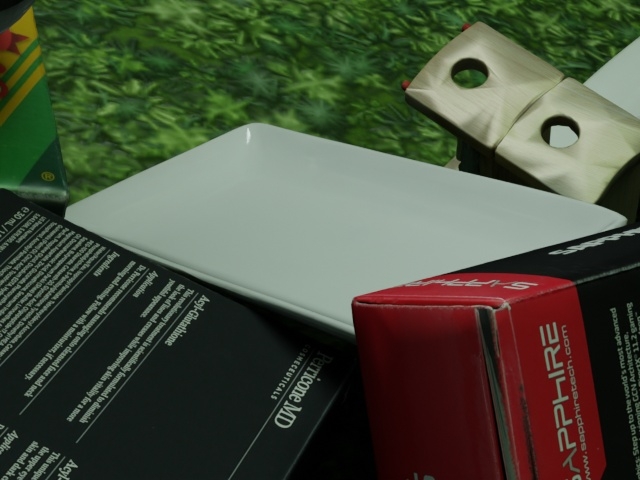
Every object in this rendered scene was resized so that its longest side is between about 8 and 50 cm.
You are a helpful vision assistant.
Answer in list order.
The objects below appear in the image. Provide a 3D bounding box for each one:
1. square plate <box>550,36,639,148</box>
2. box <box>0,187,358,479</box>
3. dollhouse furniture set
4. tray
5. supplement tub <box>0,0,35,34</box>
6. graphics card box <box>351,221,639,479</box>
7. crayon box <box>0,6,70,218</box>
[{"bbox_3d":[0.313,-0.136,1.032,0.344,0.347,0.049,-40,104,-47],"label":"square plate"},{"bbox_3d":[-0.119,0.110,0.636,0.184,0.103,0.261,24,34,9],"label":"box"},{"bbox_3d":[0.075,0.001,0.893,0.129,0.129,0.183,36,68,24],"label":"dollhouse furniture set"},{"bbox_3d":[0.000,0.000,0.776,0.145,0.030,0.270,-27,29,-34],"label":"tray"},{"bbox_3d":[-0.196,-0.216,0.707,0.193,0.316,0.193,12,37,-10],"label":"supplement tub"},{"bbox_3d":[0.189,0.099,0.695,0.371,0.233,0.094,-14,7,-37],"label":"graphics card box"},{"bbox_3d":[-0.257,-0.099,0.867,0.202,0.081,0.318,4,38,-21],"label":"crayon box"}]
